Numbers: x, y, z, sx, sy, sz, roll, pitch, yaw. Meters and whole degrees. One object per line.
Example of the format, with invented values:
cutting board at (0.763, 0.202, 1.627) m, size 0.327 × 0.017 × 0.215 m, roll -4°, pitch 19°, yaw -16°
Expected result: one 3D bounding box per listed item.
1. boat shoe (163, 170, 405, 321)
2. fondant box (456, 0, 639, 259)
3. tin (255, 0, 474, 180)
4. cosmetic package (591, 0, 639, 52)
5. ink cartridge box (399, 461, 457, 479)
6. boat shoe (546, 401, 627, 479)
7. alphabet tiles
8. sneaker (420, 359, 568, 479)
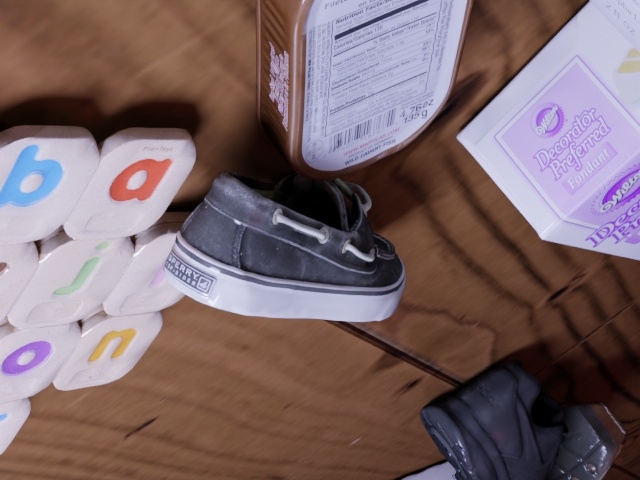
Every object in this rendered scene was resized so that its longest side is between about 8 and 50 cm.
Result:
boat shoe at (0.000, 0.000, 0.644) m, size 0.219 × 0.078 × 0.070 m, roll 2°, pitch 116°, yaw -65°
fondant box at (0.273, -0.094, 0.776) m, size 0.238 × 0.096 × 0.330 m, roll -46°, pitch 150°, yaw 23°
tin at (0.023, -0.098, 0.555) m, size 0.106 × 0.040 × 0.189 m, roll -29°, pitch 154°, yaw -18°
cosmetic package at (0.157, -0.176, 0.481) m, size 0.085 × 0.117 × 0.231 m, roll -34°, pitch 153°, yaw -3°
ink cartridge box at (0.075, 0.373, 1.341) m, size 0.172 × 0.100 × 0.237 m, roll -12°, pitch 147°, yaw -38°
boat shoe at (0.255, 0.276, 1.380) m, size 0.120 × 0.122 × 0.324 m, roll -19°, pitch 159°, yaw -38°
alphabet tiles at (-0.187, 0.042, 0.569) m, size 0.284 × 0.021 × 0.278 m, roll -4°, pitch 142°, yaw -45°
sneaker at (0.203, 0.224, 1.197) m, size 0.130 × 0.109 × 0.286 m, roll -38°, pitch 144°, yaw -7°
